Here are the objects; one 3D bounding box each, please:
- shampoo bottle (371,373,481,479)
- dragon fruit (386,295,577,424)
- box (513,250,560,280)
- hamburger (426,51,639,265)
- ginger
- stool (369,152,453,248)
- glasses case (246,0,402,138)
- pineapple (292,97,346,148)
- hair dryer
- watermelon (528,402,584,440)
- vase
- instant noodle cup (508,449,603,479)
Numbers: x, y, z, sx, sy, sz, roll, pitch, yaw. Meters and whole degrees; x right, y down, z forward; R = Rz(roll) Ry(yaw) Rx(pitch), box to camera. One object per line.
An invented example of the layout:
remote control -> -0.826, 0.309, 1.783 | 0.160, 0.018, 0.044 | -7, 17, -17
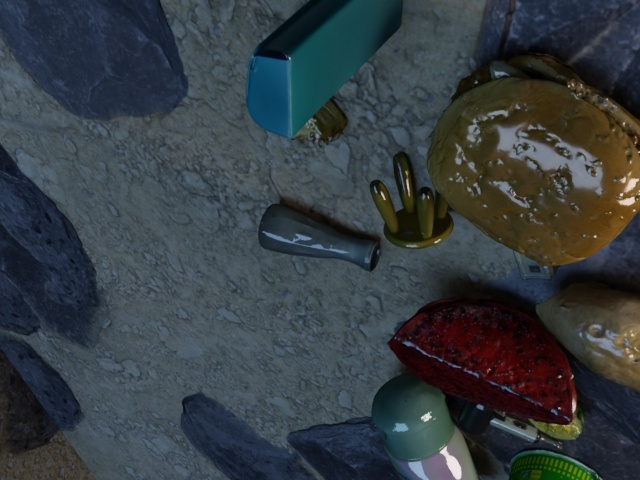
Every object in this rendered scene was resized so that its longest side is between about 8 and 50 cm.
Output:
shampoo bottle -> 0.211, 0.416, 1.586 | 0.222, 0.151, 0.350 | 42, 158, 59
dragon fruit -> 0.277, 0.190, 1.357 | 0.316, 0.152, 0.205 | 24, 160, 5
box -> 0.324, 0.013, 1.195 | 0.060, 0.063, 0.085 | 2, 128, 38
hamburger -> 0.284, -0.102, 1.058 | 0.283, 0.144, 0.260 | 36, 144, 13
ginger -> 0.448, 0.138, 1.166 | 0.267, 0.152, 0.138 | 30, 111, 19
stool -> 0.145, -0.060, 1.229 | 0.134, 0.135, 0.111 | -15, 125, -7
glasses case -> 0.013, -0.258, 0.990 | 0.070, 0.301, 0.117 | 23, 138, 21
pineapple -> -0.030, -0.205, 1.258 | 0.137, 0.069, 0.116 | 22, 139, 23
hair dryer -> 0.364, 0.345, 1.503 | 0.197, 0.057, 0.100 | 21, 139, 8
watermelon -> 0.413, 0.298, 1.398 | 0.105, 0.062, 0.106 | 24, 146, 17
vase -> 0.000, 0.000, 1.428 | 0.214, 0.086, 0.086 | 16, 136, 19
instant noodle cup -> 0.418, 0.547, 1.499 | 0.207, 0.233, 0.207 | 21, 137, 21
